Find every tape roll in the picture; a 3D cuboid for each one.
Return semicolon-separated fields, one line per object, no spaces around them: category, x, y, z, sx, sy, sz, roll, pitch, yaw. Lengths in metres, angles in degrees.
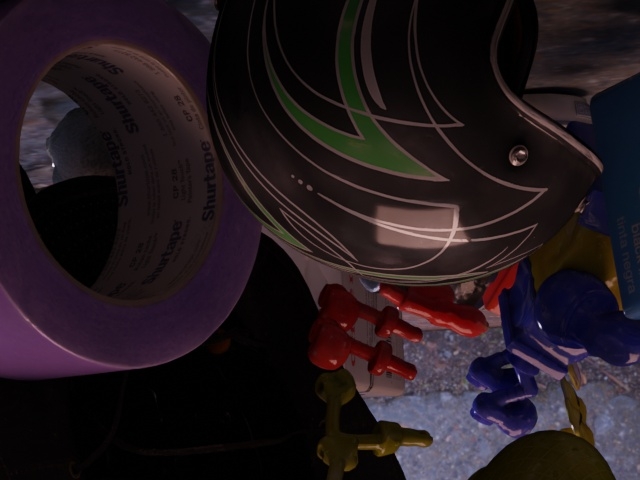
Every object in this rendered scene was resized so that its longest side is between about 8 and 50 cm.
tape roll;-0.121;-0.028;0.855;0.080;0.189;0.189;-9;170;43

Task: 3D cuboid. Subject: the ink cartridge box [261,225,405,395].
ink cartridge box;0.001;0.052;1.550;0.100;0.172;0.237;-4;172;14

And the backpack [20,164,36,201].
backpack;-0.384;0.024;1.006;0.355;0.273;0.290;-39;163;23

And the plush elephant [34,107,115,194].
plush elephant;-0.198;0.063;1.240;0.255;0.271;0.330;12;167;35

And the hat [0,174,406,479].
hat;-0.099;0.135;0.982;0.134;0.331;0.331;-31;157;34

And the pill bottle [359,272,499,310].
pill bottle;0.142;-0.006;1.353;0.219;0.122;0.123;1;172;-19

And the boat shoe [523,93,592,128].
boat shoe;0.073;-0.046;1.181;0.227;0.081;0.079;-7;171;26

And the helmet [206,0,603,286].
helmet;0.035;-0.060;0.762;0.169;0.161;0.169;-3;173;0

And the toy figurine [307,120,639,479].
toy figurine;0.124;0.013;0.984;0.191;0.217;0.362;26;-158;-8

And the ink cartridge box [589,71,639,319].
ink cartridge box;0.319;-0.053;0.842;0.223;0.129;0.307;6;161;-33
